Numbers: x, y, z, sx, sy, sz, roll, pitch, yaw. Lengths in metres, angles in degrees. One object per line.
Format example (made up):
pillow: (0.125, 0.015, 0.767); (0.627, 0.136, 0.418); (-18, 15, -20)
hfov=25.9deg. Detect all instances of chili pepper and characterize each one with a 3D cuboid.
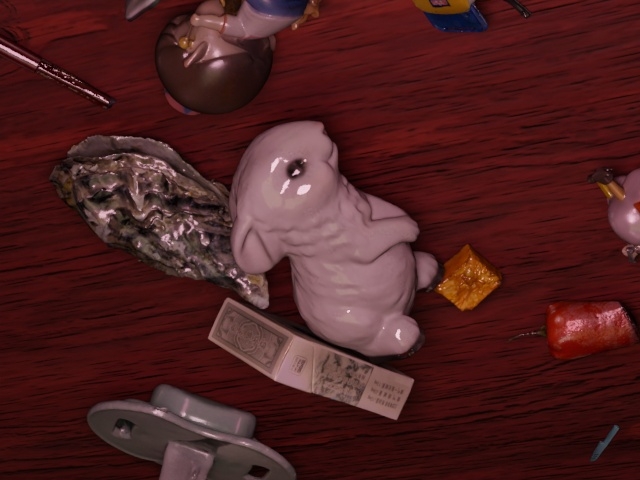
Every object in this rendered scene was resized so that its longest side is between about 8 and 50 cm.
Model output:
chili pepper: (0.356, 0.128, 1.981); (0.192, 0.084, 0.086); (-12, 109, 13)

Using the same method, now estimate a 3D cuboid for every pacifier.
pacifier: (-0.220, 0.375, 2.175); (0.344, 0.269, 0.288); (22, 154, -3)

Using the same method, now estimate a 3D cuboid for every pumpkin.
pumpkin: (0.205, 0.055, 1.968); (0.083, 0.054, 0.074); (-43, 116, 11)

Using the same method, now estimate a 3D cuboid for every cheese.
cheese: (0.106, -0.339, 1.640); (0.177, 0.069, 0.270); (9, 152, 46)

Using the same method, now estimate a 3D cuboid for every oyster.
oyster: (-0.205, -0.026, 1.928); (0.351, 0.158, 0.162); (37, 161, -4)

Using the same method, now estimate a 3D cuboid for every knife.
knife: (0.441, 0.317, 2.166); (0.014, 0.005, 0.091); (18, 130, -6)

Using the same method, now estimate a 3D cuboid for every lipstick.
lipstick: (-0.356, -0.223, 1.863); (0.177, 0.027, 0.027); (28, 128, -15)

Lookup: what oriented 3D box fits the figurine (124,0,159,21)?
figurine: (-0.296, -0.420, 1.564); (0.340, 0.231, 0.324); (32, 132, -22)

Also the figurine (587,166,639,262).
figurine: (0.439, -0.020, 1.829); (0.112, 0.137, 0.229); (-33, 126, -6)

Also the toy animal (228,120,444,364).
toy animal: (0.000, 0.000, 1.857); (0.258, 0.193, 0.357); (-23, 127, 30)

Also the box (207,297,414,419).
box: (-0.011, 0.169, 1.968); (0.256, 0.164, 0.069); (24, 91, -42)

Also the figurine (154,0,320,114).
figurine: (-0.123, -0.255, 1.725); (0.158, 0.161, 0.275); (52, 127, 21)

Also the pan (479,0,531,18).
pan: (0.214, -0.304, 1.695); (0.115, 0.023, 0.068); (36, 125, -18)
